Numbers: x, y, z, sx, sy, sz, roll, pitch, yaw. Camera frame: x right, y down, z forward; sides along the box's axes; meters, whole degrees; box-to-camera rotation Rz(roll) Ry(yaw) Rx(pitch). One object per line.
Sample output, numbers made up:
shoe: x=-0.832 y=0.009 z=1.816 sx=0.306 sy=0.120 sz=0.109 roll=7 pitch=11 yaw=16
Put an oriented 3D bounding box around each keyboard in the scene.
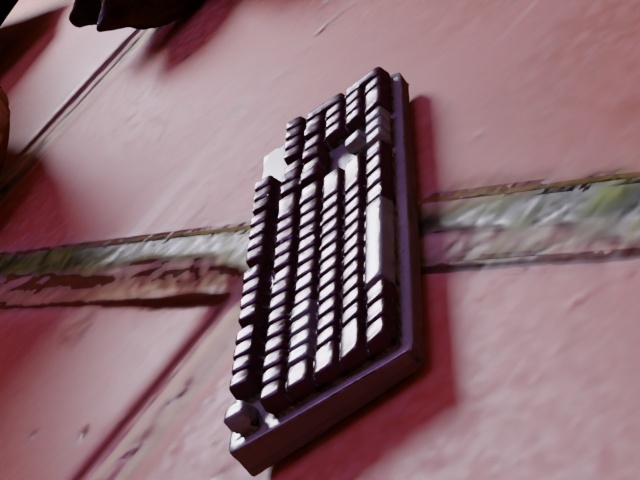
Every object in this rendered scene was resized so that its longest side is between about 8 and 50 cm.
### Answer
keyboard: x=0.000 y=0.000 z=0.474 sx=0.055 sy=0.017 sz=0.166 roll=-35 pitch=21 yaw=18

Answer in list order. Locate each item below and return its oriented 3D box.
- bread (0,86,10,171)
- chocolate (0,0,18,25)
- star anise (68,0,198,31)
bread: x=-0.235 y=-0.045 z=0.827 sx=0.179 sy=0.133 sz=0.250 roll=-44 pitch=26 yaw=-8
chocolate: x=-0.398 y=-0.131 z=1.082 sx=0.314 sy=0.297 sz=0.326 roll=-54 pitch=24 yaw=-18
star anise: x=-0.055 y=-0.152 z=0.835 sx=0.168 sy=0.057 sz=0.168 roll=-39 pitch=11 yaw=9
